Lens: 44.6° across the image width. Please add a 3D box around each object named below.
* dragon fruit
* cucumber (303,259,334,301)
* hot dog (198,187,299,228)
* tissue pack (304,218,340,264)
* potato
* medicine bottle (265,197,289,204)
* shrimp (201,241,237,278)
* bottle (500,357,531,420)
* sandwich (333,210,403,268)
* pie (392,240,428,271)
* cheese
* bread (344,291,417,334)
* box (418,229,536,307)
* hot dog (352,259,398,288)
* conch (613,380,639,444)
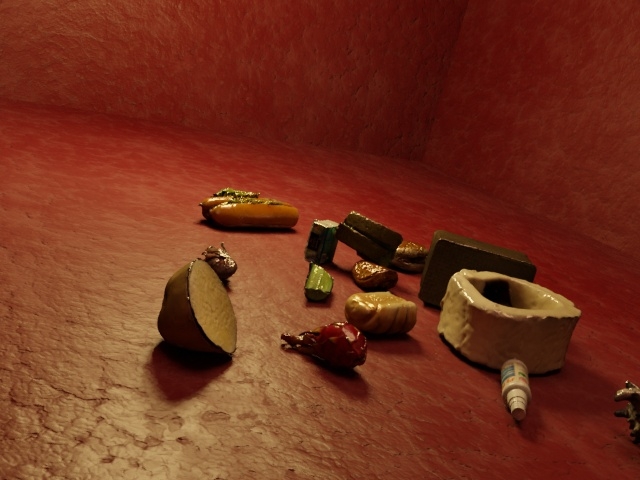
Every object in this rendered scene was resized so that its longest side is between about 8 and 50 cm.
[{"bbox_3d":[0.013,0.197,1.542,0.190,0.094,0.094,10,11,30],"label":"dragon fruit"},{"bbox_3d":[-0.004,0.105,1.930,0.070,0.046,0.220,17,17,-1],"label":"cucumber"},{"bbox_3d":[-0.212,-0.093,2.336,0.337,0.100,0.135,1,21,-42],"label":"hot dog"},{"bbox_3d":[-0.001,0.001,2.178,0.079,0.111,0.085,22,16,27],"label":"tissue pack"},{"bbox_3d":[-0.243,0.139,1.439,0.117,0.182,0.202,-20,33,10],"label":"potato"},{"bbox_3d":[-0.145,-0.108,2.552,0.083,0.047,0.047,19,16,12],"label":"medicine bottle"},{"bbox_3d":[-0.246,0.048,1.868,0.073,0.074,0.190,-25,17,-15],"label":"shrimp"},{"bbox_3d":[0.394,0.301,1.563,0.060,0.060,0.217,16,14,7],"label":"bottle"},{"bbox_3d":[0.132,-0.002,2.173,0.185,0.109,0.160,33,-4,1],"label":"sandwich"},{"bbox_3d":[0.248,0.037,2.350,0.163,0.079,0.193,19,15,29],"label":"pie"},{"bbox_3d":[0.429,0.187,1.836,0.332,0.153,0.292,4,19,-40],"label":"cheese"},{"bbox_3d":[0.135,0.165,1.762,0.177,0.084,0.119,3,17,-34],"label":"bread"},{"bbox_3d":[0.409,0.100,2.073,0.273,0.184,0.143,16,11,2],"label":"box"},{"bbox_3d":[0.142,0.093,2.068,0.099,0.065,0.147,5,6,-32],"label":"hot dog"},{"bbox_3d":[0.711,0.315,1.486,0.313,0.240,0.186,24,26,-17],"label":"conch"}]
